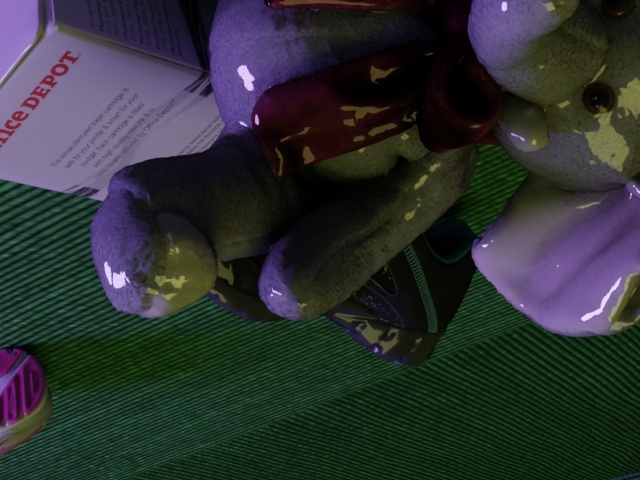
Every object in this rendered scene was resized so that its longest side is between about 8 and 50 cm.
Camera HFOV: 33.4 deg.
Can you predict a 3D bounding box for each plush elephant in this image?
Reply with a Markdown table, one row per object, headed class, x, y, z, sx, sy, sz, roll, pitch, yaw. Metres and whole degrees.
| class | x | y | z | sx | sy | sz | roll | pitch | yaw |
| --- | --- | --- | --- | --- | --- | --- | --- | --- | --- |
| plush elephant | 0.070 | -0.090 | 0.545 | 0.255 | 0.272 | 0.330 | -2 | 173 | 36 |

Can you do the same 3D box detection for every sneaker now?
| class | x | y | z | sx | sy | sz | roll | pitch | yaw |
| --- | --- | --- | --- | --- | --- | --- | --- | --- | --- |
| sneaker | 0.000 | 0.000 | 0.917 | 0.341 | 0.125 | 0.139 | 19 | 112 | -41 |
| sneaker | -0.388 | 0.196 | 1.101 | 0.252 | 0.103 | 0.111 | -13 | 151 | 3 |

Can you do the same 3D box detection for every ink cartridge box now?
| class | x | y | z | sx | sy | sz | roll | pitch | yaw |
| --- | --- | --- | --- | --- | --- | --- | --- | --- | --- |
| ink cartridge box | -0.120 | -0.096 | 0.675 | 0.203 | 0.086 | 0.148 | 14 | 143 | -41 |
